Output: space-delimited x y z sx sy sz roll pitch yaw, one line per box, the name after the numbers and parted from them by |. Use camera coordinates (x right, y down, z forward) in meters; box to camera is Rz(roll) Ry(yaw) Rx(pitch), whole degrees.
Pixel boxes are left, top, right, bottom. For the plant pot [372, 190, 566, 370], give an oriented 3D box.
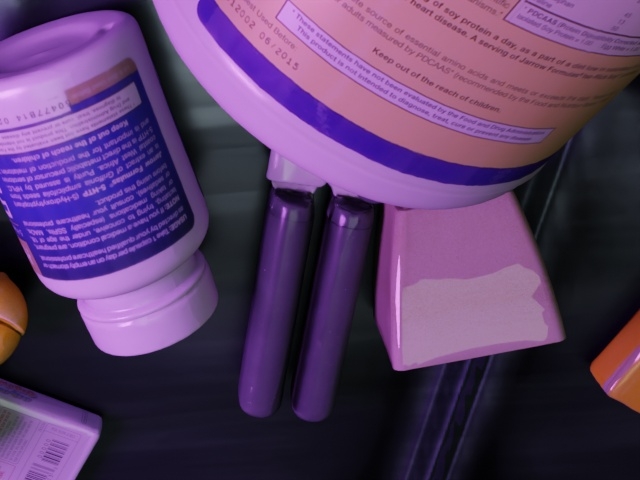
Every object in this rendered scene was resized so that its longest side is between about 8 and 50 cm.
0.086 0.012 0.687 0.109 0.109 0.096 -10 106 -2 | plant pot

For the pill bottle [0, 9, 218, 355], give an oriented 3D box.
-0.129 -0.030 0.630 0.112 0.112 0.186 -17 117 2 | pill bottle

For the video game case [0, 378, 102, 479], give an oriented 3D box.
-0.298 0.179 0.765 0.206 0.026 0.227 25 112 -18 | video game case

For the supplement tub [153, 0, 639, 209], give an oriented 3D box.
0.091 -0.194 0.449 0.241 0.241 0.331 24 135 -18 | supplement tub

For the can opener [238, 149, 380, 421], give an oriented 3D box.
0.000 0.000 0.670 0.076 0.095 0.283 6 112 -10 | can opener

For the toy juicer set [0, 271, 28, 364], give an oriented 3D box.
-0.283 0.022 0.632 0.209 0.089 0.328 2 108 -11 | toy juicer set

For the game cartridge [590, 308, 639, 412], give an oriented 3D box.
0.402 0.040 0.773 0.285 0.052 0.323 29 107 -20 | game cartridge
